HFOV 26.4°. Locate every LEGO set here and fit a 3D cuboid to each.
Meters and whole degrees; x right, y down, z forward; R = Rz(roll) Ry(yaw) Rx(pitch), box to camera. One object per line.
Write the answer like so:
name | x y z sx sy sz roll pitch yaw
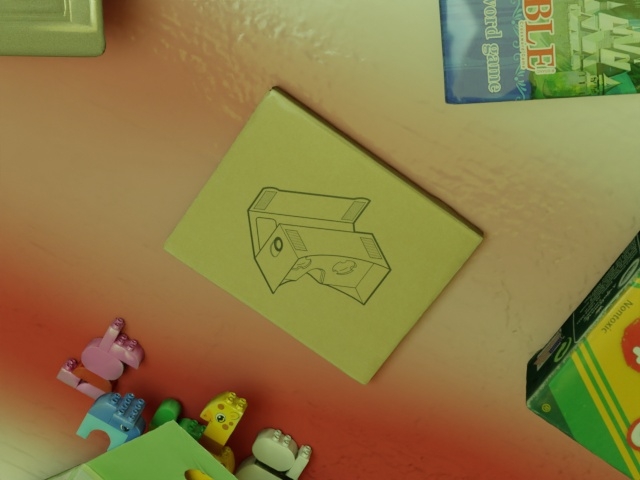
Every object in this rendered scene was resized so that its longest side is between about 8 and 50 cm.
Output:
LEGO set | -0.105 0.143 1.110 0.227 0.087 0.093 30 112 -3

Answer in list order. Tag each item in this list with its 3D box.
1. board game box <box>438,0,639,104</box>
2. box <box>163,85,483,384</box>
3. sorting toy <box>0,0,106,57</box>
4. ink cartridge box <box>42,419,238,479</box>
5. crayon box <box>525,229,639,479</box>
board game box | 0.232 -0.259 0.914 0.318 0.066 0.319 -3 106 11
box | 0.000 0.000 1.076 0.201 0.021 0.164 35 111 -4
sorting toy | -0.240 -0.227 0.962 0.347 0.047 0.196 2 114 8
ink cartridge box | -0.144 0.249 1.115 0.171 0.056 0.235 46 135 -18
crayon box | 0.342 0.127 1.031 0.318 0.081 0.202 34 111 -4
